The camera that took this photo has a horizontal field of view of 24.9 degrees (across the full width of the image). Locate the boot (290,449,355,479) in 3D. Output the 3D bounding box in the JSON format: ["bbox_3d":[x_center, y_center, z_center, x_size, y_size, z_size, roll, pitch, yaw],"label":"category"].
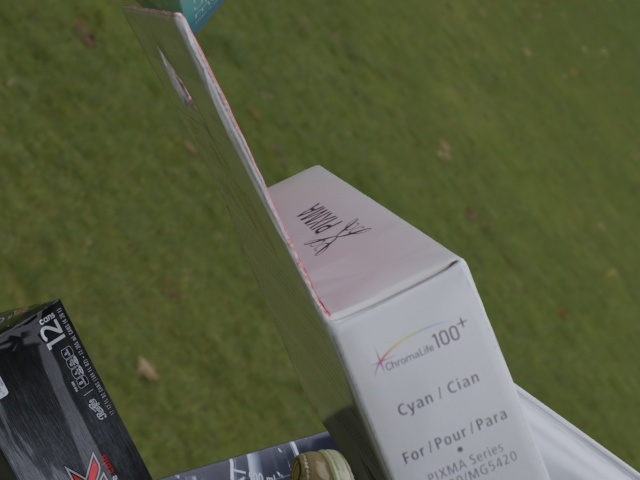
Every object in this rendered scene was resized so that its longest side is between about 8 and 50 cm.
[{"bbox_3d":[-0.061,0.195,0.823,0.165,0.077,0.213,3,35,-1],"label":"boot"}]

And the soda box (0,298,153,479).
[{"bbox_3d":[-0.102,0.111,0.590,0.053,0.060,0.169,-33,102,-38],"label":"soda box"}]

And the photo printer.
[{"bbox_3d":[0.208,0.240,1.486,0.307,0.107,0.256,36,-14,-2],"label":"photo printer"}]

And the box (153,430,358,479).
[{"bbox_3d":[-0.088,0.369,1.342,0.343,0.179,0.312,-6,73,-55],"label":"box"}]

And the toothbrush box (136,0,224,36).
[{"bbox_3d":[-0.071,-0.277,0.946,0.126,0.216,0.295,39,-6,2],"label":"toothbrush box"}]

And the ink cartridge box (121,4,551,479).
[{"bbox_3d":[0.000,0.000,0.672,0.296,0.066,0.261,-138,-156,-75],"label":"ink cartridge box"}]
